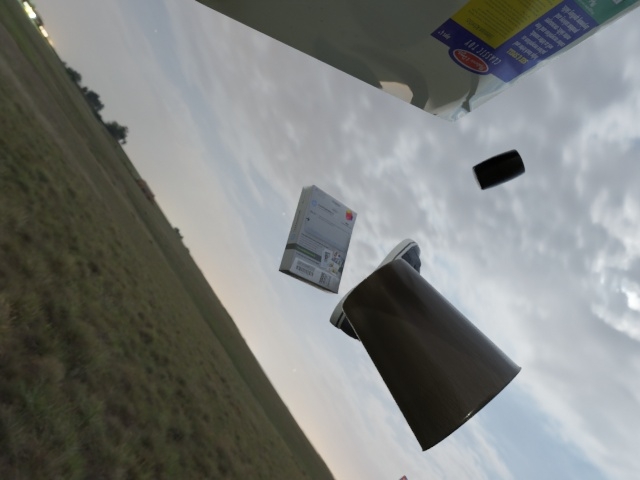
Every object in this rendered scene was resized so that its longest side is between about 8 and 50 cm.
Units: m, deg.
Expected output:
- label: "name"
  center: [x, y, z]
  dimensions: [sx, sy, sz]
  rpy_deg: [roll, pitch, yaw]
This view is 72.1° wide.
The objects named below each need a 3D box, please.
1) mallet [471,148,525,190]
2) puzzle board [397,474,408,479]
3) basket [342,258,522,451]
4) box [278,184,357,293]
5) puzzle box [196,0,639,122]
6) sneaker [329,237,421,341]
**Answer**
- label: "mallet"
  center: [0.260, -0.105, 0.650]
  dimensions: [0.039, 0.062, 0.189]
  rpy_deg: [67, 22, -1]
- label: "puzzle board"
  center: [0.064, 0.258, 0.345]
  dimensions: [0.128, 0.011, 0.097]
  rpy_deg: [1, 53, -54]
- label: "basket"
  center: [0.147, 0.152, 0.654]
  dimensions: [0.227, 0.204, 0.154]
  rpy_deg: [51, -45, 22]
- label: "box"
  center: [0.000, 0.000, 0.911]
  dimensions: [0.038, 0.187, 0.145]
  rpy_deg: [-2, -23, 46]
- label: "puzzle box"
  center: [0.110, -0.271, 0.465]
  dimensions: [0.272, 0.408, 0.052]
  rpy_deg: [-27, -121, 50]
- label: "sneaker"
  center: [0.160, 0.117, 0.969]
  dimensions: [0.127, 0.321, 0.126]
  rpy_deg: [34, -43, 20]
